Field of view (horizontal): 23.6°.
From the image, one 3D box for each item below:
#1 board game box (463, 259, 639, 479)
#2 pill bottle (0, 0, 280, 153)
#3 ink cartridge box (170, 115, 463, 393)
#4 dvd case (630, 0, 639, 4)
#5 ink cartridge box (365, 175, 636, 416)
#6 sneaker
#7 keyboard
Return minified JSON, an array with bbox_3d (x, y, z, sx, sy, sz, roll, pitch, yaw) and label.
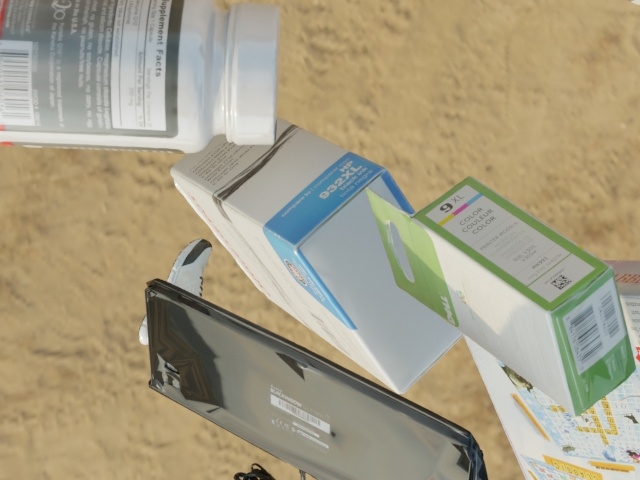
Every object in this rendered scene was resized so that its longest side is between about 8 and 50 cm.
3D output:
[{"bbox_3d":[0.267,0.169,1.329,0.066,0.319,0.318,-29,102,-23],"label":"board game box"},{"bbox_3d":[-0.182,-0.166,1.478,0.283,0.161,0.161,2,132,0],"label":"pill bottle"},{"bbox_3d":[0.000,0.000,1.640,0.129,0.307,0.223,-43,122,-10],"label":"ink cartridge box"},{"bbox_3d":[0.251,-0.264,1.332,0.221,0.018,0.164,17,166,-24],"label":"dvd case"},{"bbox_3d":[0.128,0.026,1.114,0.062,0.209,0.109,-36,132,-17],"label":"ink cartridge box"},{"bbox_3d":[-0.116,0.049,1.335,0.044,0.109,0.040,21,160,12],"label":"sneaker"},{"bbox_3d":[-0.009,0.157,1.205,0.033,0.317,0.201,-39,143,-40],"label":"keyboard"}]
